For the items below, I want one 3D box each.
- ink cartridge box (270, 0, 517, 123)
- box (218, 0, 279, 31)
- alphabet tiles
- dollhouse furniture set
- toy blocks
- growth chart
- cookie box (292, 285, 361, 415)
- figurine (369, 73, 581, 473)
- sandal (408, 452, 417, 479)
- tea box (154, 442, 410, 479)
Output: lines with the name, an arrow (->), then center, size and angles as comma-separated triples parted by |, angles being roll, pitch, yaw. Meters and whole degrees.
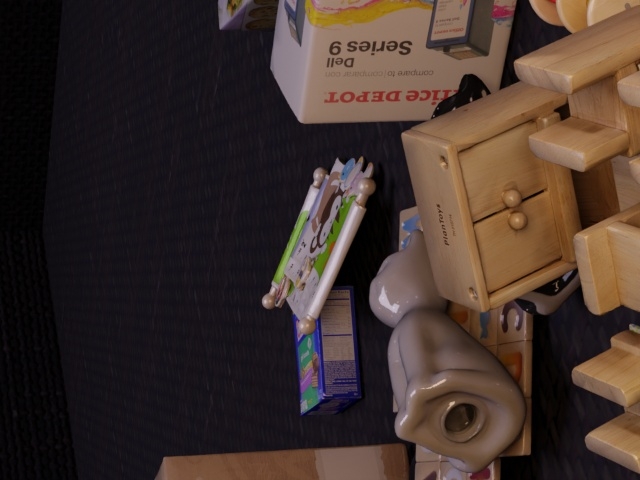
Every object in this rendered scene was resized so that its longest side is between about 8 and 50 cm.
ink cartridge box -> 0.058, -0.194, 1.362 | 0.093, 0.154, 0.212 | -113, 27, -51
box -> -0.039, -0.269, 1.899 | 0.324, 0.067, 0.063 | 158, 109, -73
alphabet tiles -> 0.101, 0.080, 1.398 | 0.198, 0.009, 0.237 | 163, 112, -64
dollhouse furniture set -> 0.181, -0.018, 0.958 | 0.242, 0.161, 0.212 | 22, 132, 56
toy blocks -> 0.159, -0.117, 1.185 | 0.148, 0.054, 0.123 | -133, 44, -68
growth chart -> 0.000, 0.000, 1.769 | 0.237, 0.021, 0.172 | -147, 78, -78
cookie box -> 0.005, 0.104, 1.809 | 0.092, 0.040, 0.107 | 133, 135, -69
figurine -> 0.096, 0.018, 1.328 | 0.209, 0.092, 0.215 | -108, 32, -56
sandal -> 0.105, 0.226, 1.414 | 0.254, 0.054, 0.097 | -120, 32, -61
tea box -> -0.039, 0.388, 1.654 | 0.323, 0.220, 0.329 | 114, 151, -60
